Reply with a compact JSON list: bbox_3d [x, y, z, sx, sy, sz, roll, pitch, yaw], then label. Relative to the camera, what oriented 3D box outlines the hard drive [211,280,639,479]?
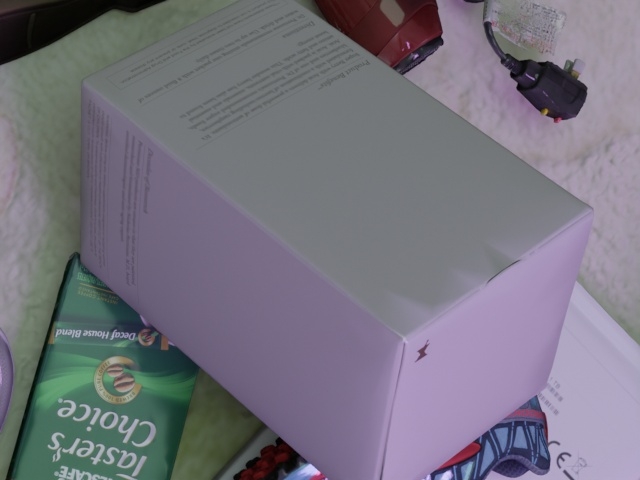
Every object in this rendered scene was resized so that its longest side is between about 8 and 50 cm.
[{"bbox_3d":[0.087,0.170,1.341,0.233,0.047,0.353,46,72,-5],"label":"hard drive"}]

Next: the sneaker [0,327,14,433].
[{"bbox_3d":[-0.292,0.168,1.195,0.105,0.115,0.281,35,74,-8],"label":"sneaker"}]

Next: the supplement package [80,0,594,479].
[{"bbox_3d":[0.000,0.000,1.191,0.177,0.175,0.293,-31,56,-33],"label":"supplement package"}]

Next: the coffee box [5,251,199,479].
[{"bbox_3d":[-0.148,0.112,1.285,0.113,0.040,0.184,18,77,-13],"label":"coffee box"}]

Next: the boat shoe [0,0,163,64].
[{"bbox_3d":[-0.201,-0.201,1.292,0.307,0.111,0.104,-23,85,-28],"label":"boat shoe"}]

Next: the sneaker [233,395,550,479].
[{"bbox_3d":[0.052,0.169,1.253,0.262,0.104,0.125,-25,91,-18],"label":"sneaker"}]

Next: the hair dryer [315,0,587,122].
[{"bbox_3d":[0.082,-0.220,1.401,0.294,0.080,0.223,20,61,-18],"label":"hair dryer"}]
